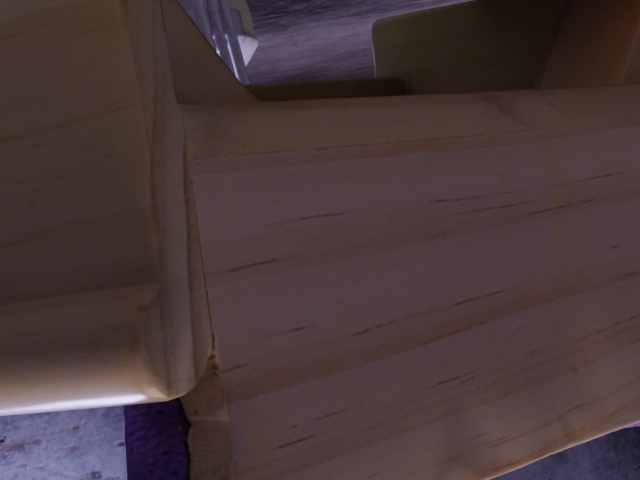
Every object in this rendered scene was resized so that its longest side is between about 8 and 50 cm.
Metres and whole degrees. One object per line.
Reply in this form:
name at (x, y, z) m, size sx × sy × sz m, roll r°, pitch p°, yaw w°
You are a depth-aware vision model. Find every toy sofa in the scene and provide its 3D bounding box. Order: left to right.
toy sofa at (0.000, 0.000, 0.580) m, size 0.150 × 0.177 × 0.362 m, roll -6°, pitch -178°, yaw 35°

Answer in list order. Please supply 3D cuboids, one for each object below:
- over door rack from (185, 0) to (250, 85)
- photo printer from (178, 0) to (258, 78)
over door rack at (-0.136, -0.083, 0.728) m, size 0.108 × 0.239 × 0.324 m, roll -17°, pitch 178°, yaw 26°
photo printer at (-0.192, -0.078, 1.002) m, size 0.256 × 0.107 × 0.307 m, roll -47°, pitch 163°, yaw 13°
